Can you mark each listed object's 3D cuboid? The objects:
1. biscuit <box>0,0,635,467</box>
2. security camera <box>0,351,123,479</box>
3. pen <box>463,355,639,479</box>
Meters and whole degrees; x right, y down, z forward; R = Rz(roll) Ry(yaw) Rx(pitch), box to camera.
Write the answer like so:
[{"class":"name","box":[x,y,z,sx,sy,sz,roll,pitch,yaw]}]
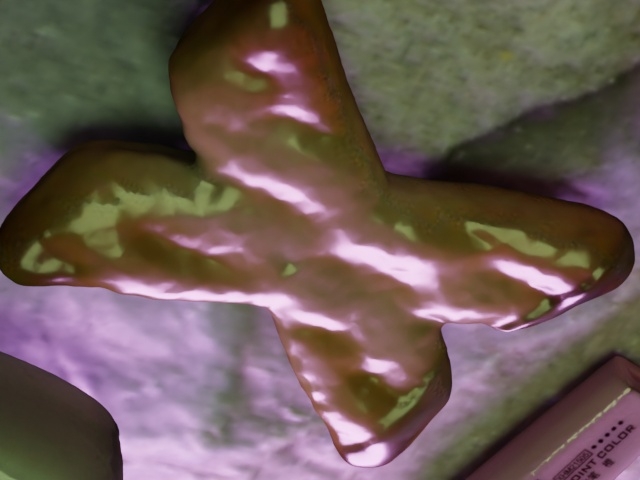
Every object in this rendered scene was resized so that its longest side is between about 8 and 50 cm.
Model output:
[{"class":"biscuit","box":[0.001,-0.001,0.724,0.208,0.047,0.164,34,116,-31]},{"class":"security camera","box":[-0.227,0.076,0.735,0.301,0.080,0.157,22,126,-13]},{"class":"pen","box":[0.080,0.127,0.854,0.053,0.032,0.197,29,118,-29]}]
